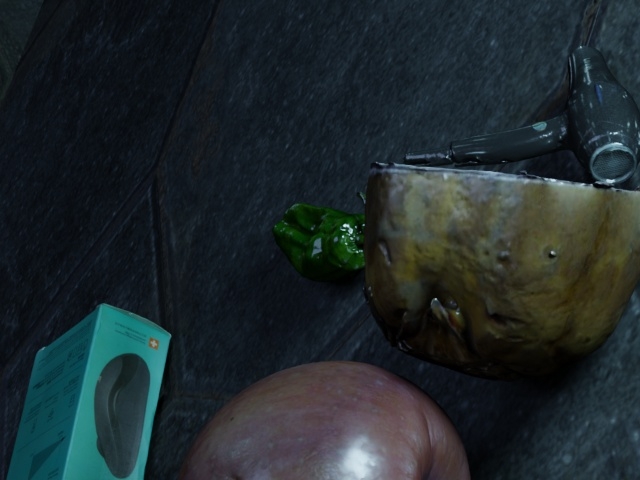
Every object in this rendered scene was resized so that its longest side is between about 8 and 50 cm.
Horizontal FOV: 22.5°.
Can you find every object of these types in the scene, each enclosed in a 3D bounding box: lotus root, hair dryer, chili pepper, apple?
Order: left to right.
[{"bbox_3d":[0.000,0.256,1.363,0.235,0.306,0.306,-6,55,22],"label":"apple"},{"bbox_3d":[0.005,-0.002,1.815,0.257,0.074,0.100,11,77,64],"label":"chili pepper"},{"bbox_3d":[0.150,0.024,1.368,0.272,0.272,0.192,11,88,63],"label":"lotus root"},{"bbox_3d":[0.182,-0.104,1.480,0.219,0.075,0.195,-11,33,6],"label":"hair dryer"}]

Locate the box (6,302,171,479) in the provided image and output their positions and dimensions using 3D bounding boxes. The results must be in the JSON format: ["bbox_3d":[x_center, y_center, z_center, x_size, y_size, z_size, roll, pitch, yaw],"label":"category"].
[{"bbox_3d":[-0.314,0.265,2.113,0.205,0.118,0.311,-37,37,47],"label":"box"}]
